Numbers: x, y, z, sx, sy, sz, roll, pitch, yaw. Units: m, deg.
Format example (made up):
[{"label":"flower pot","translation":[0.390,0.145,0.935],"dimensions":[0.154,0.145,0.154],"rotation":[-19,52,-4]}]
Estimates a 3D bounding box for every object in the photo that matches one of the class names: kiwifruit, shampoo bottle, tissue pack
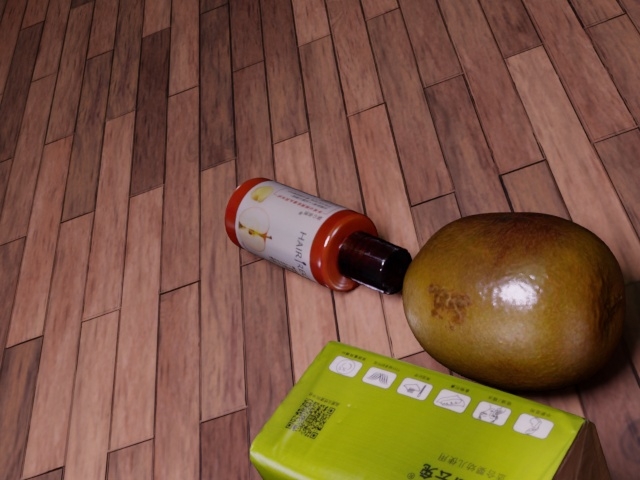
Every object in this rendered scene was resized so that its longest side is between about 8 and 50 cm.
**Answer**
[{"label":"kiwifruit","translation":[0.197,0.062,1.065],"dimensions":[0.234,0.196,0.196],"rotation":[8,52,35]},{"label":"shampoo bottle","translation":[0.000,0.000,1.302],"dimensions":[0.278,0.104,0.104],"rotation":[22,61,42]},{"label":"tissue pack","translation":[0.107,0.234,0.923],"dimensions":[0.274,0.200,0.167],"rotation":[14,54,39]}]
